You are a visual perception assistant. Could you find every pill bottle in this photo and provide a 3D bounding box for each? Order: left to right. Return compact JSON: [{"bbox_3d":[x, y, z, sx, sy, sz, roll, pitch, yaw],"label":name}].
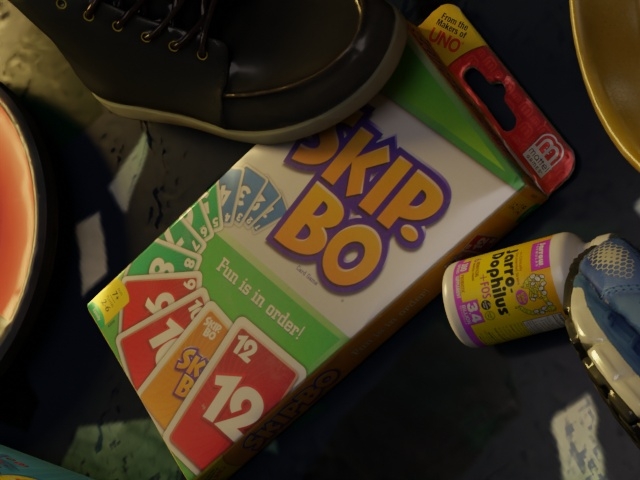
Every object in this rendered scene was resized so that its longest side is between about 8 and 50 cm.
[{"bbox_3d":[0.103,0.021,0.753,0.083,0.043,0.043,-17,72,26],"label":"pill bottle"}]

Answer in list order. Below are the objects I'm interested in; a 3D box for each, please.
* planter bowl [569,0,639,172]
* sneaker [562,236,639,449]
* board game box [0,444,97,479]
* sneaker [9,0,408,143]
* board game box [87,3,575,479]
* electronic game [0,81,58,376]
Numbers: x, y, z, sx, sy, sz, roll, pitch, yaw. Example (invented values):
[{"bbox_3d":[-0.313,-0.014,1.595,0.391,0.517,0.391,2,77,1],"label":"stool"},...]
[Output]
[{"bbox_3d":[0.202,-0.124,0.676,0.217,0.090,0.217,180,90,-65],"label":"planter bowl"},{"bbox_3d":[0.244,0.082,0.629,0.330,0.130,0.147,32,82,28],"label":"sneaker"},{"bbox_3d":[-0.182,0.267,0.824,0.302,0.086,0.308,13,93,31],"label":"board game box"},{"bbox_3d":[-0.070,-0.112,0.816,0.222,0.118,0.083,2,64,39],"label":"sneaker"},{"bbox_3d":[0.000,0.000,0.826,0.259,0.039,0.124,-41,63,14],"label":"board game box"},{"bbox_3d":[-0.251,0.002,0.962,0.229,0.048,0.229,-7,76,29],"label":"electronic game"}]
